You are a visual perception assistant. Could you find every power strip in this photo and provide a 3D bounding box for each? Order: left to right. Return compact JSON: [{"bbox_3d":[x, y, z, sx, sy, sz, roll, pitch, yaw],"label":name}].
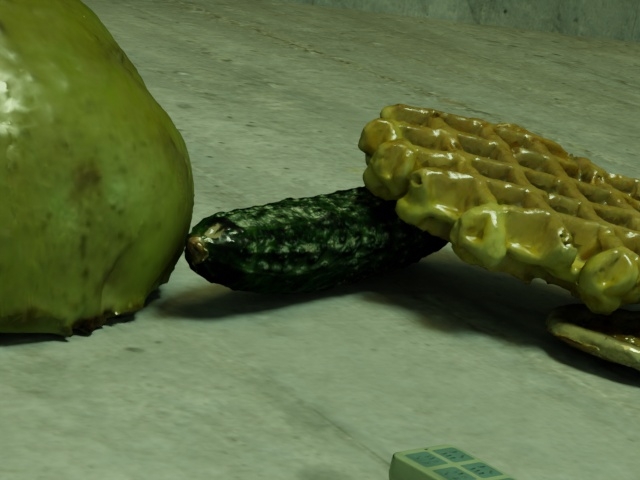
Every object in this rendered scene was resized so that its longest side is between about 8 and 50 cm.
[{"bbox_3d":[0.071,0.112,0.687,0.040,0.016,0.090,-2,17,-42],"label":"power strip"}]

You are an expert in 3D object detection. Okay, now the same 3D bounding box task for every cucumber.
[{"bbox_3d":[0.000,0.000,1.003,0.067,0.067,0.293,17,15,28],"label":"cucumber"}]

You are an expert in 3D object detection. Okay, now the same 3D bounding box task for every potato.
[{"bbox_3d":[-0.205,-0.088,0.909,0.280,0.213,0.330,4,16,-21],"label":"potato"}]

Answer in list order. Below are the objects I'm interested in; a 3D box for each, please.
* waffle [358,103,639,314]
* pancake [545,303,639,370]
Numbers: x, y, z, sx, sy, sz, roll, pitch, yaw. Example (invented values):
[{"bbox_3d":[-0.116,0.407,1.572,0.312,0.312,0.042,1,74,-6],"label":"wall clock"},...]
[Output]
[{"bbox_3d":[0.148,-0.025,1.048,0.253,0.056,0.249,34,24,35],"label":"waffle"},{"bbox_3d":[0.206,0.064,0.973,0.139,0.022,0.139,10,13,-2],"label":"pancake"}]
